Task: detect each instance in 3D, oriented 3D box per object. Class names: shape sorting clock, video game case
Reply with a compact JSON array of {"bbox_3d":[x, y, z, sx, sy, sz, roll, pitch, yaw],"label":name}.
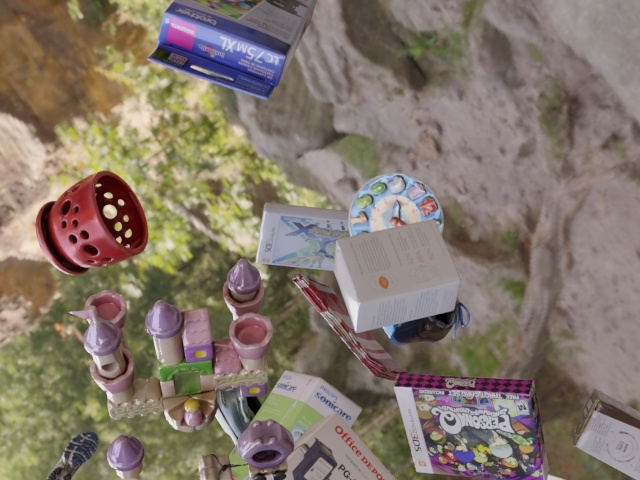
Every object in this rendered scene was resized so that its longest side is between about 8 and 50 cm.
[{"bbox_3d":[0.157,-0.040,1.994,0.206,0.206,0.040,53,-167,6],"label":"shape sorting clock"},{"bbox_3d":[0.254,0.315,1.593,0.232,0.042,0.210,0,126,24],"label":"video game case"},{"bbox_3d":[0.000,0.000,2.552,0.300,0.328,0.036,106,168,-61],"label":"video game case"}]

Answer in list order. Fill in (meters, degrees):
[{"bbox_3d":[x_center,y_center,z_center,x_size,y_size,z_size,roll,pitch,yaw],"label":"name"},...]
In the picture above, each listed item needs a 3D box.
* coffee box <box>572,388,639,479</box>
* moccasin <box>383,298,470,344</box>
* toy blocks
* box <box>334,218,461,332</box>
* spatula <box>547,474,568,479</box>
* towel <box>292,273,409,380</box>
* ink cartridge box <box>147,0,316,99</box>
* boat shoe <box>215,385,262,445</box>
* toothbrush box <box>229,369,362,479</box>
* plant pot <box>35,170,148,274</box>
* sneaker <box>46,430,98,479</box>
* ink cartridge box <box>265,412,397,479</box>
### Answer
[{"bbox_3d":[0.589,0.377,1.715,0.246,0.098,0.141,27,-174,11],"label":"coffee box"},{"bbox_3d":[0.238,0.147,1.944,0.138,0.116,0.342,58,-156,6],"label":"moccasin"},{"bbox_3d":[-0.201,0.175,1.395,0.260,0.288,0.309,93,168,-51],"label":"toy blocks"},{"bbox_3d":[0.120,0.056,1.524,0.091,0.170,0.130,92,163,-53],"label":"box"},{"bbox_3d":[0.427,0.548,1.984,0.241,0.019,0.168,10,118,28],"label":"spatula"},{"bbox_3d":[0.081,0.216,2.360,0.329,0.037,0.237,48,-172,23],"label":"towel"},{"bbox_3d":[-0.122,-0.324,1.411,0.185,0.311,0.065,20,128,-2],"label":"ink cartridge box"},{"bbox_3d":[-0.138,0.464,2.245,0.320,0.099,0.116,57,-161,-15],"label":"boat shoe"},{"bbox_3d":[-0.071,0.421,1.948,0.122,0.283,0.206,38,164,-16],"label":"toothbrush box"},{"bbox_3d":[-0.483,-0.029,1.994,0.191,0.174,0.191,50,-153,-37],"label":"plant pot"},{"bbox_3d":[-0.485,0.427,1.843,0.052,0.135,0.058,41,161,-6],"label":"sneaker"},{"bbox_3d":[-0.007,0.437,1.616,0.172,0.237,0.100,48,144,2],"label":"ink cartridge box"}]
